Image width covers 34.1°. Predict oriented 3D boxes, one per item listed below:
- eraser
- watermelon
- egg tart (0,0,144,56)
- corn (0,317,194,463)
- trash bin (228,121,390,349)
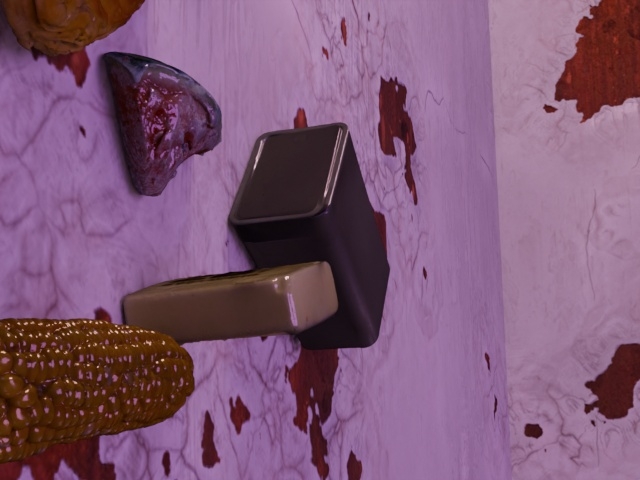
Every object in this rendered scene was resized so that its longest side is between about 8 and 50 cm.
[{"bbox_3d":[-0.082,0.059,0.976,0.117,0.172,0.058,-15,97,-68],"label":"eraser"},{"bbox_3d":[-0.143,-0.103,1.014,0.187,0.071,0.139,42,50,-60],"label":"watermelon"},{"bbox_3d":[-0.180,-0.280,0.800,0.294,0.116,0.295,-58,174,-9],"label":"egg tart"},{"bbox_3d":[-0.187,0.106,0.804,0.313,0.102,0.101,5,80,-71],"label":"corn"},{"bbox_3d":[0.000,0.000,1.279,0.240,0.122,0.164,66,27,-42],"label":"trash bin"}]
